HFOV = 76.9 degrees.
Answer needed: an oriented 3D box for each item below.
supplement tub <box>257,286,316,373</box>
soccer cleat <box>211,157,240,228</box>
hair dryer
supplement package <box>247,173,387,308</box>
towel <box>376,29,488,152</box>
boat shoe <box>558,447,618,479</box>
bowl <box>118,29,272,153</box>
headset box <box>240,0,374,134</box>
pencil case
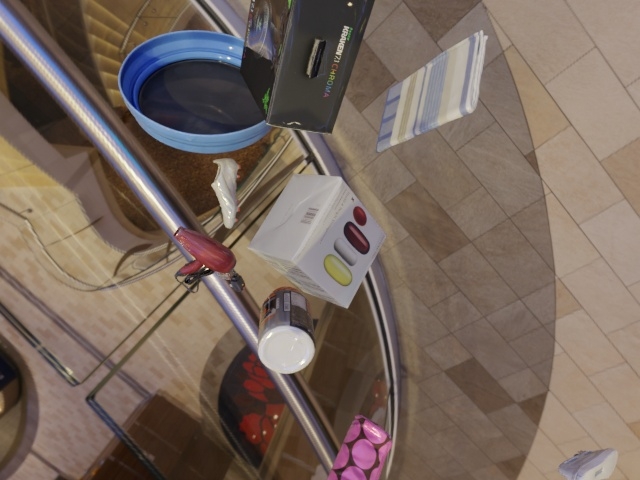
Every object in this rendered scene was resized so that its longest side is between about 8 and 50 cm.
[{"bbox_3d":[-0.121,0.300,1.430,0.193,0.316,0.194,-2,109,-5],"label":"supplement tub"},{"bbox_3d":[-0.269,-0.132,1.131,0.076,0.068,0.197,0,97,-28],"label":"soccer cleat"},{"bbox_3d":[-0.356,0.074,1.187,0.223,0.080,0.294,-3,134,3],"label":"hair dryer"},{"bbox_3d":[0.000,0.000,0.849,0.149,0.194,0.203,14,157,45],"label":"supplement package"},{"bbox_3d":[0.247,-0.329,0.932,0.034,0.210,0.284,25,159,-29],"label":"towel"},{"bbox_3d":[0.613,0.511,0.921,0.063,0.184,0.066,15,109,57],"label":"boat shoe"},{"bbox_3d":[-0.284,-0.374,1.004,0.390,0.392,0.077,23,146,3],"label":"bowl"},{"bbox_3d":[-0.038,-0.359,0.719,0.131,0.283,0.247,2,129,-25],"label":"headset box"},{"bbox_3d":[0.072,0.457,0.786,0.098,0.209,0.095,9,141,29],"label":"pencil case"}]
